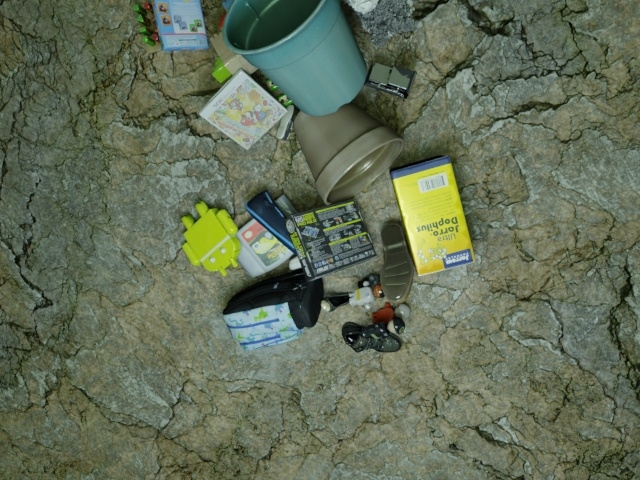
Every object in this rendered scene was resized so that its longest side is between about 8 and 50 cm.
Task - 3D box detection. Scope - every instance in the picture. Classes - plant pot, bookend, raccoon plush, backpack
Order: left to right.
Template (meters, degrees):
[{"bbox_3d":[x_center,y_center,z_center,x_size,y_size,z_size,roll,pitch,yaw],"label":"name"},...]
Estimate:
[{"bbox_3d":[-0.174,0.247,1.783,0.355,0.290,0.273,-6,114,14],"label":"backpack"},{"bbox_3d":[-0.043,-0.559,1.448,0.341,0.334,0.341,-14,60,25],"label":"plant pot"},{"bbox_3d":[0.064,-0.322,1.659,0.323,0.323,0.280,-40,77,11],"label":"plant pot"},{"bbox_3d":[0.161,-0.672,1.508,0.216,0.446,0.299,-5,136,30],"label":"raccoon plush"},{"bbox_3d":[0.227,-0.531,1.654,0.156,0.157,0.072,19,101,2],"label":"bookend"}]

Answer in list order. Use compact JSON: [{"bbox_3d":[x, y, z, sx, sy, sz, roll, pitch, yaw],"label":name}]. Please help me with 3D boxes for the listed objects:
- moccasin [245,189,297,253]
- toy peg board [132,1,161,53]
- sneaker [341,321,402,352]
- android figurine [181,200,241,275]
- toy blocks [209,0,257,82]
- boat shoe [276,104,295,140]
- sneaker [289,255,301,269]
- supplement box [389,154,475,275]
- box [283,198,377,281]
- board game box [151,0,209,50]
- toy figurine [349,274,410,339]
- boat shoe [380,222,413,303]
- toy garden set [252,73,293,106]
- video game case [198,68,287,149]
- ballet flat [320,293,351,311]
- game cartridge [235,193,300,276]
[{"bbox_3d":[-0.108,-0.052,1.715,0.342,0.138,0.117,41,80,10],"label":"moccasin"},{"bbox_3d":[-0.557,-0.752,1.739,0.160,0.079,0.161,-12,99,8],"label":"toy peg board"},{"bbox_3d":[0.185,0.372,1.834,0.227,0.130,0.087,19,103,0],"label":"sneaker"},{"bbox_3d":[-0.397,-0.001,1.835,0.248,0.056,0.273,-36,83,25],"label":"android figurine"},{"bbox_3d":[-0.223,-0.712,1.649,0.381,0.191,0.261,-35,63,11],"label":"toy blocks"},{"bbox_3d":[-0.114,-0.412,1.773,0.046,0.038,0.125,25,98,44],"label":"boat shoe"},{"bbox_3d":[0.000,0.000,1.809,0.290,0.106,0.123,-29,90,1],"label":"sneaker"},{"bbox_3d":[0.370,-0.090,1.697,0.195,0.194,0.356,-15,98,8],"label":"supplement box"},{"bbox_3d":[0.037,-0.006,1.662,0.060,0.270,0.216,-32,78,54],"label":"box"},{"bbox_3d":[-0.478,-0.756,1.707,0.160,0.039,0.211,-15,101,-30],"label":"board game box"},{"bbox_3d":[0.213,0.224,1.762,0.148,0.213,0.209,-20,94,24],"label":"toy figurine"},{"bbox_3d":[0.265,0.088,1.701,0.111,0.307,0.104,-8,142,18],"label":"boat shoe"},{"bbox_3d":[-0.192,-0.570,1.747,0.204,0.049,0.244,-23,97,9],"label":"toy garden set"},{"bbox_3d":[-0.258,-0.437,1.708,0.206,0.026,0.227,-40,136,17],"label":"video game case"},{"bbox_3d":[0.056,0.215,1.803,0.049,0.173,0.057,-38,76,31],"label":"ballet flat"},{"bbox_3d":[-0.185,-0.005,1.846,0.294,0.060,0.196,-38,98,11],"label":"game cartridge"}]
